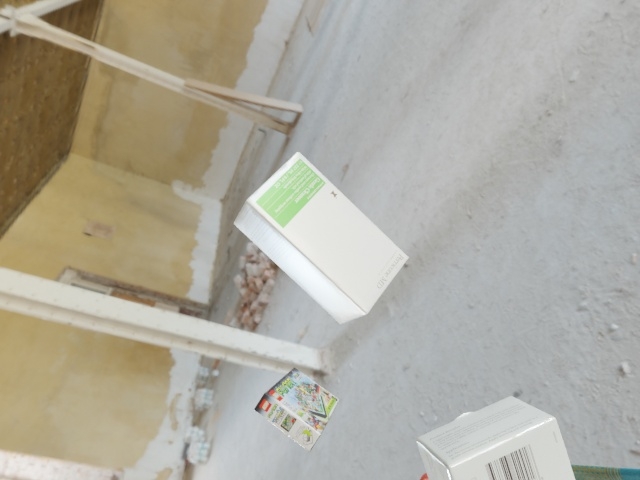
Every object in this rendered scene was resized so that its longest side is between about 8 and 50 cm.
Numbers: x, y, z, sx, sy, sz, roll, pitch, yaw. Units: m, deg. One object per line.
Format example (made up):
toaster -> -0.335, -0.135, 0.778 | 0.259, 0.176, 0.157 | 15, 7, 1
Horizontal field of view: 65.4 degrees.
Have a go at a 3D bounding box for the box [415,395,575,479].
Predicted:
box -> 0.268, 0.362, 0.747 | 0.119, 0.180, 0.182 | 172, 79, -79

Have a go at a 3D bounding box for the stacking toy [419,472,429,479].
stacking toy -> 0.264, 0.800, 1.409 | 0.279, 0.130, 0.309 | -38, -10, 14

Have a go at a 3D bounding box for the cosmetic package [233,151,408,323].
cosmetic package -> 0.000, 0.000, 1.183 | 0.197, 0.365, 0.155 | -50, 4, -28

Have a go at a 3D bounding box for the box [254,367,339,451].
box -> -0.036, 0.296, 0.898 | 0.036, 0.114, 0.207 | -57, -10, 4

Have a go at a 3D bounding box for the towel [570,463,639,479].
towel -> 0.867, 0.740, 1.411 | 0.040, 0.272, 0.370 | -41, 8, -36
